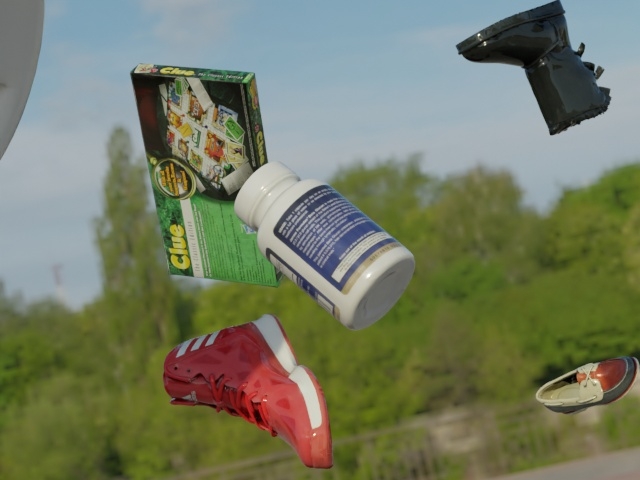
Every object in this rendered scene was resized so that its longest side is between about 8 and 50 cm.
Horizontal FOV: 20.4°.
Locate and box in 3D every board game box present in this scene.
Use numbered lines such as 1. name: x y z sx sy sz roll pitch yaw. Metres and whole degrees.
1. board game box: -0.119 -0.067 1.904 0.136 0.259 0.030 6 36 18

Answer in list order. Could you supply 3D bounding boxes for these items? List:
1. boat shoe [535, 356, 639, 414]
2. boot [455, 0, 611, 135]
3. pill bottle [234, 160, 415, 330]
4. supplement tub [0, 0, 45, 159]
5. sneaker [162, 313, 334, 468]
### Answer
1. boat shoe: 0.300 0.161 1.994 0.043 0.049 0.137 24 -34 -27
2. boot: 0.170 -0.130 1.395 0.121 0.099 0.045 -23 0 -39
3. pill bottle: 0.000 0.000 1.693 0.094 0.169 0.094 -40 -24 -22
4. supplement tub: -0.364 -0.151 1.090 0.331 0.241 0.241 20 6 19
5. sneaker: -0.072 0.153 1.642 0.128 0.087 0.221 -13 26 -13
